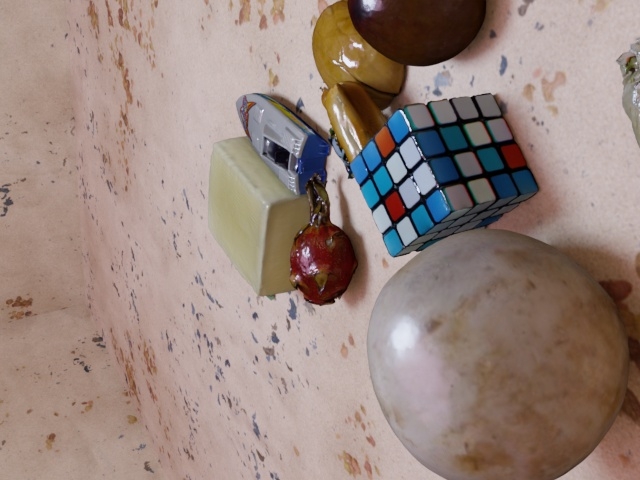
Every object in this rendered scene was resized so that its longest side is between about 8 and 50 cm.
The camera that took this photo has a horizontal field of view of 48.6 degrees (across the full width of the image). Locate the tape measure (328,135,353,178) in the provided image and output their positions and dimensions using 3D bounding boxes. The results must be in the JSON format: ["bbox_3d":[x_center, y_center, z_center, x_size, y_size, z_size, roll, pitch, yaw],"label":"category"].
[{"bbox_3d":[0.064,-0.158,1.135,0.054,0.091,0.094,14,131,65],"label":"tape measure"}]

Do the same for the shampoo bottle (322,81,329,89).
[{"bbox_3d":[0.034,-0.224,1.213,0.141,0.034,0.049,69,157,15],"label":"shampoo bottle"}]

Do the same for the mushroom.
[{"bbox_3d":[0.194,0.138,0.848,0.290,0.298,0.297,121,133,-81],"label":"mushroom"}]

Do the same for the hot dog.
[{"bbox_3d":[0.081,-0.127,1.056,0.072,0.109,0.269,-37,82,40],"label":"hot dog"}]

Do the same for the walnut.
[{"bbox_3d":[0.040,-0.292,1.120,0.211,0.087,0.167,56,149,33],"label":"walnut"}]

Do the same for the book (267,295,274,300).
[{"bbox_3d":[-0.161,0.073,1.611,0.103,0.017,0.135,48,177,40],"label":"book"}]

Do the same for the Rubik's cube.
[{"bbox_3d":[0.157,-0.084,0.927,0.154,0.155,0.151,-47,61,57],"label":"Rubik's cube"}]

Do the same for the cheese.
[{"bbox_3d":[-0.134,-0.054,1.485,0.265,0.124,0.242,48,136,43],"label":"cheese"}]

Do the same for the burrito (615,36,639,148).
[{"bbox_3d":[0.340,-0.110,0.708,0.058,0.045,0.188,-27,80,67],"label":"burrito"}]

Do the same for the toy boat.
[{"bbox_3d":[-0.097,-0.210,1.389,0.295,0.088,0.129,46,138,42],"label":"toy boat"}]

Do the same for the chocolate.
[{"bbox_3d":[0.117,-0.298,0.911,0.177,0.177,0.176,31,127,52],"label":"chocolate"}]

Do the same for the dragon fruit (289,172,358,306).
[{"bbox_3d":[0.000,0.000,1.277,0.125,0.125,0.246,11,104,62],"label":"dragon fruit"}]
